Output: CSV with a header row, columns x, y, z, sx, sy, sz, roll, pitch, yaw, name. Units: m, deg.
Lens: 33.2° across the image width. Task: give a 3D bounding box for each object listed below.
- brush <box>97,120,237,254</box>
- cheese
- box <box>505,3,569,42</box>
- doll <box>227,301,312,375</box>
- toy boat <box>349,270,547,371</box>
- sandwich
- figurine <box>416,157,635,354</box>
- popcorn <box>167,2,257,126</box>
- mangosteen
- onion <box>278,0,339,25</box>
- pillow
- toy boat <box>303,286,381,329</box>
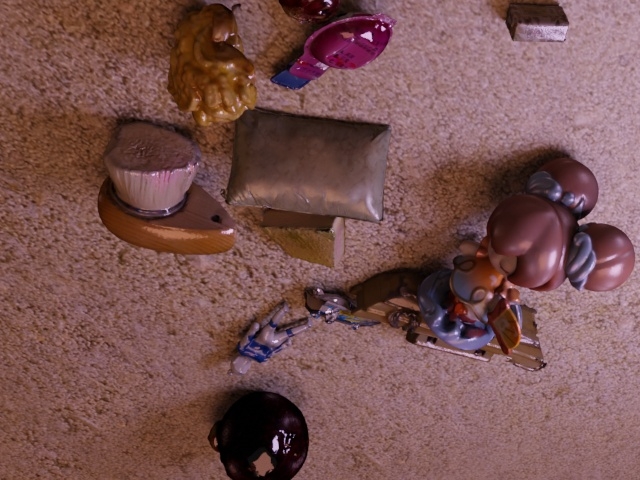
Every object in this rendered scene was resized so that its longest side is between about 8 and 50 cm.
x,y,z,sx,sy,sz,roll,pitch,yaw,name
-0.262,-0.083,1.911,0.267,0.174,0.166,22,130,0,brush
0.022,-0.318,1.805,0.244,0.062,0.155,-27,155,35,cheese
0.365,-0.366,1.809,0.098,0.062,0.045,1,133,-6,box
-0.131,0.223,2.340,0.227,0.057,0.114,-42,132,19,doll
0.276,0.172,2.300,0.445,0.136,0.162,17,133,-16,toy boat
0.000,0.000,2.070,0.193,0.058,0.162,3,149,43,sandwich
0.389,0.047,2.076,0.248,0.276,0.388,-6,149,-33,figurine
-0.182,-0.279,1.749,0.140,0.194,0.163,-13,174,-20,popcorn
-0.154,0.458,2.472,0.265,0.228,0.228,-2,144,39,mangosteen
-0.018,-0.395,1.715,0.107,0.097,0.107,18,161,6,onion
-0.023,-0.138,1.933,0.302,0.185,0.075,6,178,-13,pillow
0.053,0.153,2.287,0.210,0.084,0.066,20,89,-38,toy boat
